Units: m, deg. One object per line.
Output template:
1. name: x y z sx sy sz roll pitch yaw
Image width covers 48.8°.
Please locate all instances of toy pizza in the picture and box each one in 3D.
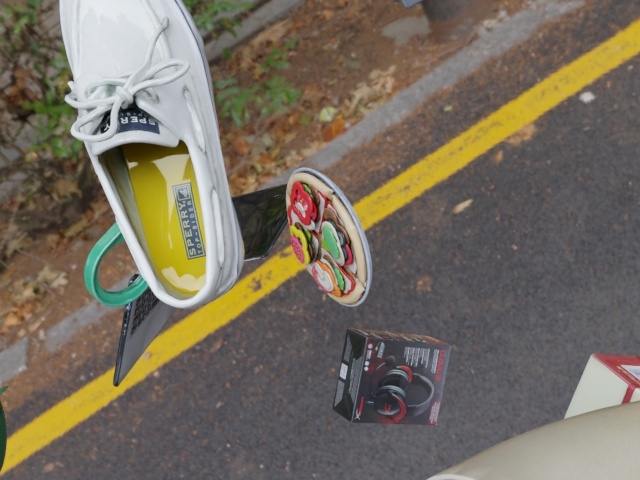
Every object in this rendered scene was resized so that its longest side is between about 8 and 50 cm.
1. toy pizza: 0.000 0.000 0.952 0.032 0.201 0.201 -23 35 -25

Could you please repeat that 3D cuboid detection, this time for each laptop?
1. laptop: -0.214 0.075 1.453 0.236 0.408 0.382 20 28 4

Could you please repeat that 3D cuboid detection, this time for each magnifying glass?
1. magnifying glass: -0.215 -0.027 0.854 0.026 0.092 0.231 27 97 38

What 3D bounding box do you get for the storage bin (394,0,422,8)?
1. storage bin: 0.102 -0.376 0.939 0.098 0.135 0.091 -27 33 14

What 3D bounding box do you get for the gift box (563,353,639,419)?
1. gift box: 0.453 0.318 0.968 0.255 0.276 0.258 -125 46 -63

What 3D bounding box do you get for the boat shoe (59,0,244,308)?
1. boat shoe: -0.169 -0.107 0.650 0.135 0.367 0.156 -13 5 3

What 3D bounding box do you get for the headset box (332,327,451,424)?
1. headset box: 0.197 0.350 1.807 0.110 0.293 0.218 15 95 63

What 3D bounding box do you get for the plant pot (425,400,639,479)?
1. plant pot: 0.273 0.273 0.686 0.274 0.257 0.256 -25 32 -32

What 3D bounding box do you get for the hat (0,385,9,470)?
1. hat: -0.510 0.366 1.111 0.208 0.183 0.173 -46 10 -13
